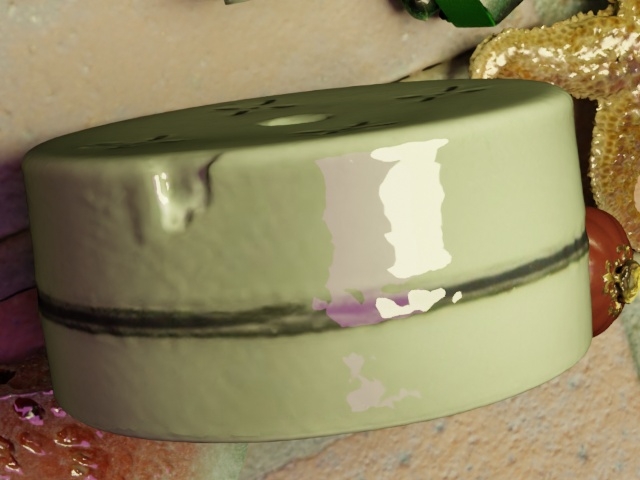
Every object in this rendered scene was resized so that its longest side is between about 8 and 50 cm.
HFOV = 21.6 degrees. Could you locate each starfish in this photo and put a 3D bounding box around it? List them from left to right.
[{"bbox_3d":[0.263,-0.141,1.233,0.299,0.060,0.302,20,99,-28],"label":"starfish"}]

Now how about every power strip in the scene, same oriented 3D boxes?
[{"bbox_3d":[0.000,0.000,1.027,0.357,0.357,0.161,-11,101,-21],"label":"power strip"}]

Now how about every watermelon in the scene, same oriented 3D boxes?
[{"bbox_3d":[-0.178,0.133,1.107,0.241,0.094,0.154,10,102,-22],"label":"watermelon"}]

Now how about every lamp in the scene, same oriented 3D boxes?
[{"bbox_3d":[0.189,0.024,1.233,0.101,0.090,0.101,-21,115,-55],"label":"lamp"}]

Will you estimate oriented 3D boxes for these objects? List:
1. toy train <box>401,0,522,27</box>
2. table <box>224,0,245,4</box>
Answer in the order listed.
[{"bbox_3d":[0.160,-0.242,1.176,0.251,0.119,0.085,-43,109,-11],"label":"toy train"},{"bbox_3d":[-0.007,-0.269,1.080,0.166,0.166,0.198,-19,103,-19],"label":"table"}]
